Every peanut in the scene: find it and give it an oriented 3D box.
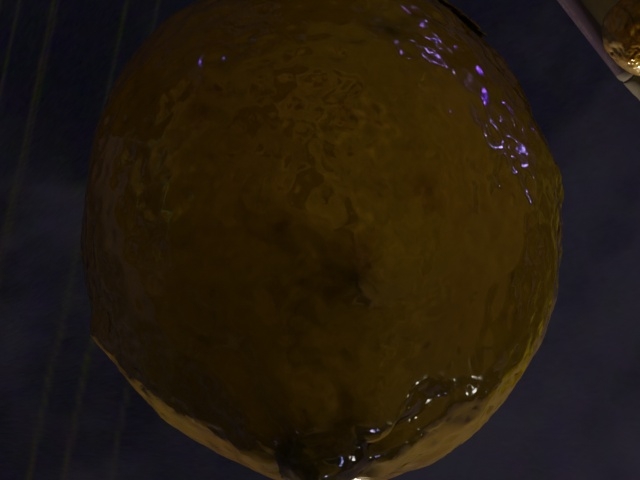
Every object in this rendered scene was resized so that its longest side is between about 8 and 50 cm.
[{"bbox_3d":[0.345,-0.196,1.424,0.206,0.087,0.087,-5,-95,-35],"label":"peanut"}]

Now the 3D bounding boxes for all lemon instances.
[{"bbox_3d":[0.000,0.000,1.051,0.349,0.350,0.387,7,-126,-18],"label":"lemon"}]

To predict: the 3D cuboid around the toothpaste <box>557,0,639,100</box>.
[{"bbox_3d":[0.247,-0.283,1.526,0.080,0.125,0.371,-43,-87,-3],"label":"toothpaste"}]
